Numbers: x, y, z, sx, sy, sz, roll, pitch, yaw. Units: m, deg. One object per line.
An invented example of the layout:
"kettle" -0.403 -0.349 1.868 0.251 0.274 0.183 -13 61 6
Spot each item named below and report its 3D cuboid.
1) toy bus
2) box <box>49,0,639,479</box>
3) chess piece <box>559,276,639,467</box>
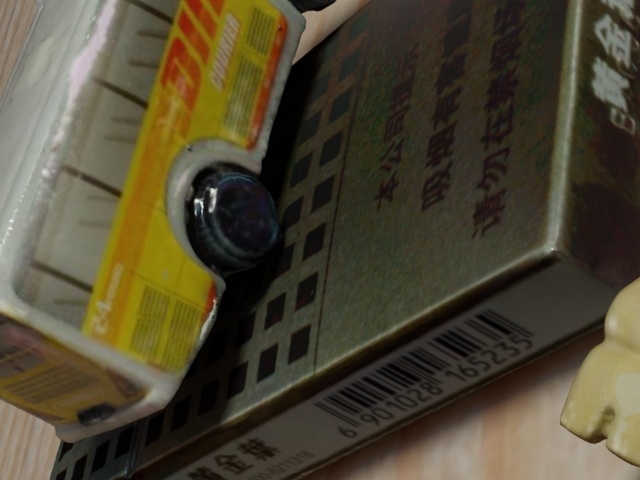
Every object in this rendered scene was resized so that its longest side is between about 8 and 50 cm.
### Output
"toy bus" -0.065 -0.059 0.606 0.092 0.106 0.268 -24 42 49
"box" 0.000 0.001 0.605 0.325 0.047 0.180 -33 37 46
"chess piece" 0.104 0.000 0.392 0.122 0.066 0.066 -67 24 4
